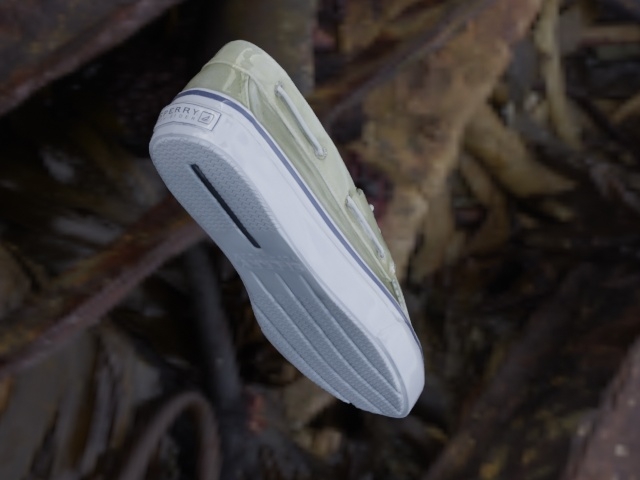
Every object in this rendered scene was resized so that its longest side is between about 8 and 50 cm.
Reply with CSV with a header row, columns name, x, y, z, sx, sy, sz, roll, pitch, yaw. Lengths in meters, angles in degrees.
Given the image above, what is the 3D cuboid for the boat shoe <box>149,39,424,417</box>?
name,x,y,z,sx,sy,sz,roll,pitch,yaw
boat shoe,0.000,0.000,1.171,0.094,0.109,0.302,-58,137,-28
